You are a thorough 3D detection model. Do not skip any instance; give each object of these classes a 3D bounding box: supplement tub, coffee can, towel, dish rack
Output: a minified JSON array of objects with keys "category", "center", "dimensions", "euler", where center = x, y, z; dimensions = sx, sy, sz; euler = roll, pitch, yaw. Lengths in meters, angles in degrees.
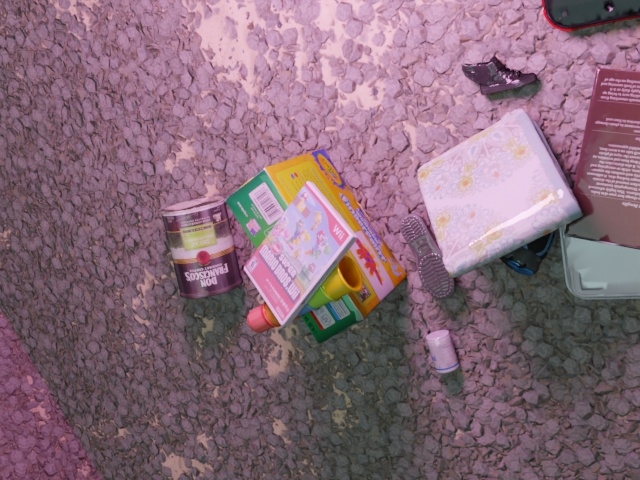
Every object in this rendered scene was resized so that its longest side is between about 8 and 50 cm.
[{"category":"supplement tub","center":[0.345,0.314,2.042],"dimensions":[0.071,0.071,0.107],"euler":[-14,99,30]},{"category":"coffee can","center":[-0.367,0.019,2.243],"dimensions":[0.201,0.201,0.276],"euler":[-4,104,29]},{"category":"towel","center":[0.406,-0.117,1.708],"dimensions":[0.320,0.375,0.090],"euler":[-31,131,21]},{"category":"dish rack","center":[0.745,0.017,1.738],"dimensions":[0.332,0.072,0.286],"euler":[-4,105,30]}]

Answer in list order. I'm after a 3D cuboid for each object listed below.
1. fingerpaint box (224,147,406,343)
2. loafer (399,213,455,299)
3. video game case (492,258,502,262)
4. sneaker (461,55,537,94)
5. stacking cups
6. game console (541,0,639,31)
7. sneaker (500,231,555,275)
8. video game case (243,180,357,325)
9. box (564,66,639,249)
[{"category":"fingerpaint box","center":[0.000,0.000,1.945],"dimensions":[0.163,0.371,0.445],"euler":[-34,90,28]},{"category":"loafer","center":[0.302,0.038,1.965],"dimensions":[0.094,0.087,0.251],"euler":[-22,91,27]},{"category":"video game case","center":[0.412,-0.045,1.918],"dimensions":[0.193,0.023,0.213],"euler":[-1,106,28]},{"category":"sneaker","center":[0.436,-0.411,1.769],"dimensions":[0.170,0.051,0.089],"euler":[-9,107,33]},{"category":"stacking cups","center":[-0.052,0.138,1.745],"dimensions":[0.316,0.096,0.096],"euler":[-27,92,28]},{"category":"game console","center":[0.657,-0.647,1.553],"dimensions":[0.386,0.060,0.342],"euler":[-5,110,28]},{"category":"sneaker","center":[0.430,-0.045,1.845],"dimensions":[0.340,0.125,0.140],"euler":[33,84,24]},{"category":"video game case","center":[-0.054,0.032,1.703],"dimensions":[0.285,0.025,0.204],"euler":[-52,54,20]},{"category":"box","center":[0.686,-0.180,1.616],"dimensions":[0.191,0.143,0.382],"euler":[13,98,27]}]
